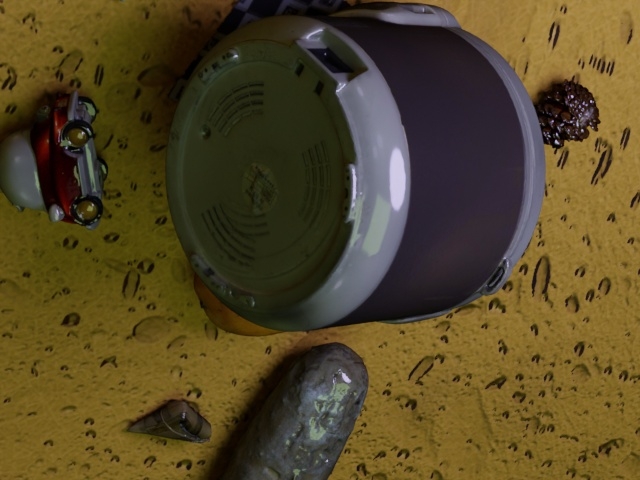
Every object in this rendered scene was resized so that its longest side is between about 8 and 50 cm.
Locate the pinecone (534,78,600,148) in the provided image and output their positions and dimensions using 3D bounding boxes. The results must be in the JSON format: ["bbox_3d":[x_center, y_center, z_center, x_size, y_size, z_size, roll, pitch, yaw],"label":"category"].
[{"bbox_3d":[0.283,-0.147,1.974,0.083,0.077,0.077,-19,138,34],"label":"pinecone"}]

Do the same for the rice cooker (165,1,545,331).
[{"bbox_3d":[0.041,-0.076,1.735,0.325,0.335,0.335,-7,130,-47],"label":"rice cooker"}]

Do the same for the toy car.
[{"bbox_3d":[-0.283,-0.081,1.765,0.112,0.112,0.139,-6,118,0],"label":"toy car"}]

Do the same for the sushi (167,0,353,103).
[{"bbox_3d":[-0.052,-0.195,1.818,0.139,0.031,0.201,27,111,-35],"label":"sushi"}]

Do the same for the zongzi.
[{"bbox_3d":[-0.183,0.234,2.076,0.083,0.040,0.076,-27,138,13],"label":"zongzi"}]

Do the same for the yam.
[{"bbox_3d":[-0.037,0.268,2.101,0.133,0.133,0.330,14,117,-31],"label":"yam"}]

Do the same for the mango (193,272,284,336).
[{"bbox_3d":[-0.072,0.059,1.963,0.165,0.089,0.115,28,101,-39],"label":"mango"}]
